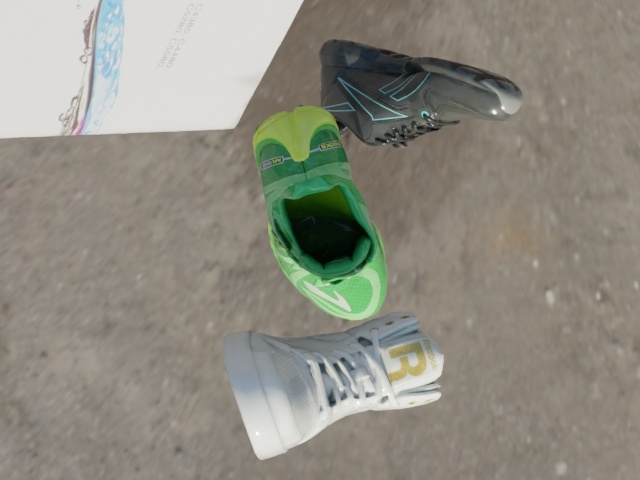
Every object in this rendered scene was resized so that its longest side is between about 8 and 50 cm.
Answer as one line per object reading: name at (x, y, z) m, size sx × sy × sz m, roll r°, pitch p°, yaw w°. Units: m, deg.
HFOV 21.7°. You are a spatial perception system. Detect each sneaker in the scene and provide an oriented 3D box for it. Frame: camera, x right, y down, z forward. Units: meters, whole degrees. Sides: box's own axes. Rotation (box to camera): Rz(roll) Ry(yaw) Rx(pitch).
sneaker at (0.100, -0.142, 1.746) m, size 0.267 × 0.101 × 0.106 m, roll 16°, pitch 94°, yaw 46°
sneaker at (0.000, 0.000, 1.599) m, size 0.109 × 0.123 × 0.295 m, roll -17°, pitch 142°, yaw 5°
sneaker at (0.018, 0.107, 1.402) m, size 0.169 × 0.292 × 0.108 m, roll -16°, pitch 89°, yaw 5°

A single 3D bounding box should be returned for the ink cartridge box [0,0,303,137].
ink cartridge box at (-0.141, -0.177, 0.728) m, size 0.198 × 0.270 × 0.197 m, roll 43°, pitch 118°, yaw 27°
